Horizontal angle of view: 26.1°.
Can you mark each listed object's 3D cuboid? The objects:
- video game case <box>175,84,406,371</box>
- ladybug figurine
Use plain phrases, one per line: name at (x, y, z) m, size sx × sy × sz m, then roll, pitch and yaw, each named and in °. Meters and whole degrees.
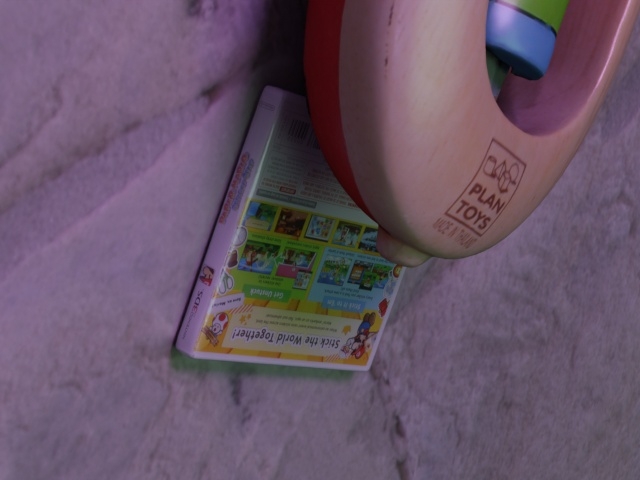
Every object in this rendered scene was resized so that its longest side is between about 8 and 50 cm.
video game case at (0.000, 0.000, 1.083) m, size 0.227 × 0.026 × 0.206 m, roll 11°, pitch 100°, yaw -53°
ladybug figurine at (0.111, -0.201, 0.976) m, size 0.305 × 0.161 × 0.450 m, roll 29°, pitch 81°, yaw -53°
